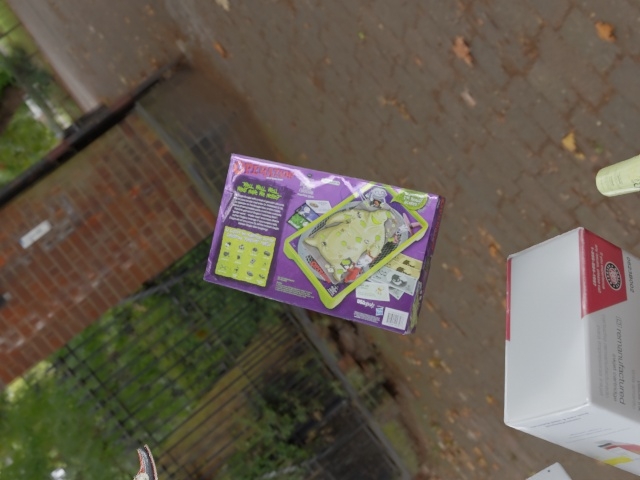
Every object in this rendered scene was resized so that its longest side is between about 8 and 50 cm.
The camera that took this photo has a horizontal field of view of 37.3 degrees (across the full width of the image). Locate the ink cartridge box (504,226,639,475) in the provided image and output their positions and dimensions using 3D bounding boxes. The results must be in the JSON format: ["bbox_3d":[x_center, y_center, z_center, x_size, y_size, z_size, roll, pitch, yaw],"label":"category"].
[{"bbox_3d":[0.471,0.186,1.447,0.384,0.279,0.160,24,146,-29],"label":"ink cartridge box"}]

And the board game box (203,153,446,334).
[{"bbox_3d":[0.000,0.000,1.429,0.346,0.208,0.056,14,-175,24],"label":"board game box"}]

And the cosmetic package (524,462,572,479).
[{"bbox_3d":[0.330,0.503,1.430,0.225,0.224,0.138,60,-178,-21],"label":"cosmetic package"}]

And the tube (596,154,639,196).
[{"bbox_3d":[0.625,-0.133,1.821,0.070,0.062,0.240,35,163,-14],"label":"tube"}]

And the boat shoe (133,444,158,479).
[{"bbox_3d":[-0.299,0.422,1.628,0.049,0.043,0.137,144,115,-73],"label":"boat shoe"}]
